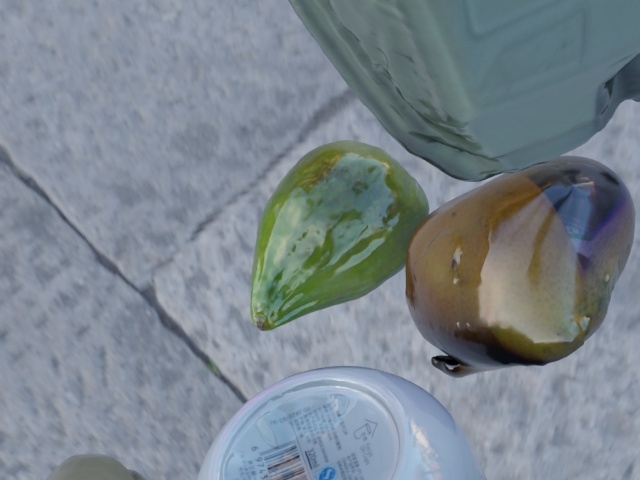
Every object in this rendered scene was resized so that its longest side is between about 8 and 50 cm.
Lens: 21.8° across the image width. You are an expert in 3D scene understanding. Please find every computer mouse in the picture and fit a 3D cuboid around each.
[{"bbox_3d":[0.057,-0.194,0.644,0.145,0.429,0.228,34,73,34],"label":"computer mouse"}]

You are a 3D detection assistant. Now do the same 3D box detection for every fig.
[{"bbox_3d":[0.005,-0.007,1.842,0.233,0.167,0.167,-36,72,2],"label":"fig"}]

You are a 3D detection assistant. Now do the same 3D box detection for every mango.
[{"bbox_3d":[0.163,0.023,1.375,0.201,0.287,0.152,-22,88,-18],"label":"mango"}]

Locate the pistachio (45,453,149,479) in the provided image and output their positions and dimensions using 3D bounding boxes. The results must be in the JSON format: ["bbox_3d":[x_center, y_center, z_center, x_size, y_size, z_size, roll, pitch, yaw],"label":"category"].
[{"bbox_3d":[-0.177,0.251,1.342,0.136,0.226,0.135,-6,112,-14],"label":"pistachio"}]

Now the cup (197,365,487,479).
[{"bbox_3d":[0.040,0.245,1.220,0.212,0.317,0.212,-13,47,14],"label":"cup"}]
